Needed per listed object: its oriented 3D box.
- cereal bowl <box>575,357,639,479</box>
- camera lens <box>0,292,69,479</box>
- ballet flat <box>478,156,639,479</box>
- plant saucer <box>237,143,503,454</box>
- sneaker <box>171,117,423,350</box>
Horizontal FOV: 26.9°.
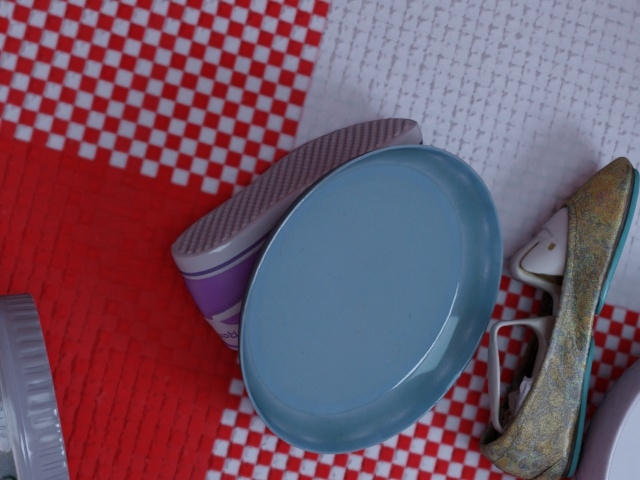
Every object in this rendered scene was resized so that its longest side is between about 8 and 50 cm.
[{"bbox_3d":[0.413,0.255,1.405,0.339,0.141,0.339,-1,92,-15],"label":"cereal bowl"},{"bbox_3d":[-0.368,0.166,1.148,0.274,0.219,0.219,-10,94,-15],"label":"camera lens"},{"bbox_3d":[0.237,0.073,1.373,0.123,0.123,0.348,14,88,-15],"label":"ballet flat"},{"bbox_3d":[0.046,0.054,1.291,0.318,0.044,0.317,-17,120,-32],"label":"plant saucer"},{"bbox_3d":[-0.001,0.000,1.322,0.282,0.102,0.161,-34,116,-15],"label":"sneaker"}]
